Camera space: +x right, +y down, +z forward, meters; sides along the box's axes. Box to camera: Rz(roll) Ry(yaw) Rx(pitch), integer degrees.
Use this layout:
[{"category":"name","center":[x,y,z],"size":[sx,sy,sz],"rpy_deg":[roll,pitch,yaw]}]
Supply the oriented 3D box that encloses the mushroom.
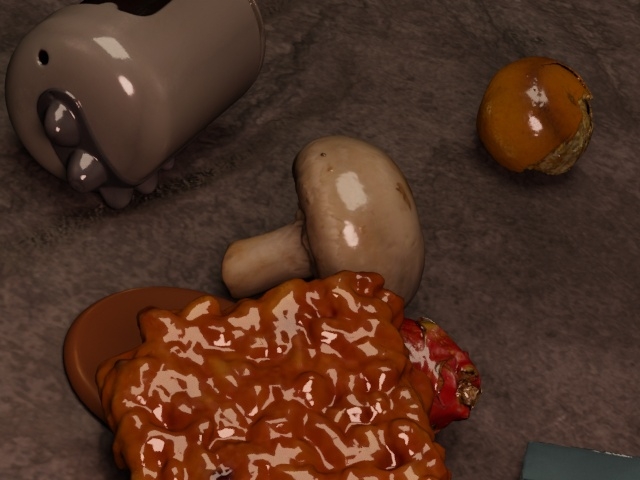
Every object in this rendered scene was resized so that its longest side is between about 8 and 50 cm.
[{"category":"mushroom","center":[0.000,0.000,2.078],"size":[0.215,0.207,0.207],"rpy_deg":[-17,37,7]}]

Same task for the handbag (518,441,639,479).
[{"category":"handbag","center":[0.249,0.280,1.905],"size":[0.144,0.057,0.221],"rpy_deg":[16,34,5]}]

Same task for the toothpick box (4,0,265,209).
[{"category":"toothpick box","center":[-0.211,-0.172,2.201],"size":[0.229,0.229,0.316],"rpy_deg":[26,37,12]}]

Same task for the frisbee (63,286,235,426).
[{"category":"frisbee","center":[-0.131,0.126,1.973],"size":[0.250,0.021,0.251],"rpy_deg":[11,36,-8]}]

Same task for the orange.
[{"category":"orange","center":[0.263,-0.150,2.447],"size":[0.156,0.134,0.157],"rpy_deg":[18,64,-42]}]

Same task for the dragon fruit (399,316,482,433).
[{"category":"dragon fruit","center":[0.035,0.124,1.958],"size":[0.246,0.125,0.125],"rpy_deg":[10,65,-12]}]

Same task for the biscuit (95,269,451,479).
[{"category":"biscuit","center":[-0.037,0.182,1.792],"size":[0.318,0.110,0.312],"rpy_deg":[-9,56,-12]}]
